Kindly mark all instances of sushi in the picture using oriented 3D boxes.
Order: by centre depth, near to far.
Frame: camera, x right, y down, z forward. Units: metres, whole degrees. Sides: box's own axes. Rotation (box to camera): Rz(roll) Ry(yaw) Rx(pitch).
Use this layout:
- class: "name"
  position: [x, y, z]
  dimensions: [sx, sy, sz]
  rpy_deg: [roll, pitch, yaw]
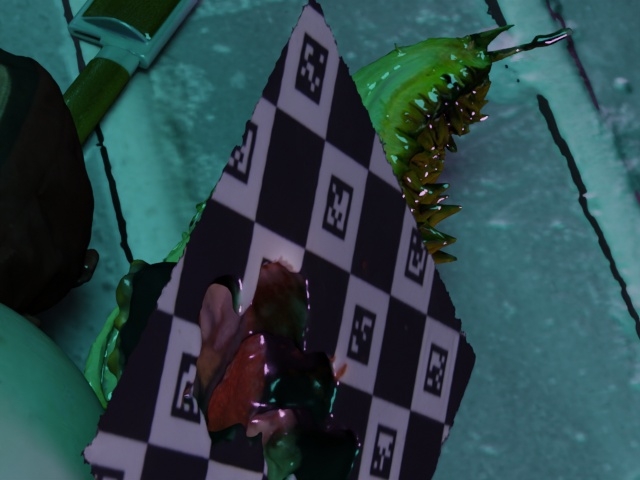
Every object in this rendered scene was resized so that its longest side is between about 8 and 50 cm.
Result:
- class: "sushi"
  position: [-0.022, 0.074, 0.799]
  dimensions: [0.050, 0.290, 0.264]
  rpy_deg: [5, 53, 27]

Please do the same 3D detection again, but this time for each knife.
- class: "knife"
  position: [-0.124, -0.132, 1.075]
  dimensions: [0.061, 0.027, 0.343]
  rpy_deg: [22, 56, 17]

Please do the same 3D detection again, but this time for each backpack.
- class: "backpack"
  position: [-0.232, -0.004, 0.897]
  dimensions: [0.229, 0.139, 0.229]
  rpy_deg: [-12, 31, 8]

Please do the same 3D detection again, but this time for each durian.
- class: "durian"
  position: [0.003, -0.002, 0.942]
  dimensions: [0.132, 0.107, 0.375]
  rpy_deg: [33, 60, 21]

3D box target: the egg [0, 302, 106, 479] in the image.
- class: "egg"
  position: [-0.223, 0.189, 0.687]
  dimensions: [0.276, 0.276, 0.389]
  rpy_deg: [22, 63, 12]
